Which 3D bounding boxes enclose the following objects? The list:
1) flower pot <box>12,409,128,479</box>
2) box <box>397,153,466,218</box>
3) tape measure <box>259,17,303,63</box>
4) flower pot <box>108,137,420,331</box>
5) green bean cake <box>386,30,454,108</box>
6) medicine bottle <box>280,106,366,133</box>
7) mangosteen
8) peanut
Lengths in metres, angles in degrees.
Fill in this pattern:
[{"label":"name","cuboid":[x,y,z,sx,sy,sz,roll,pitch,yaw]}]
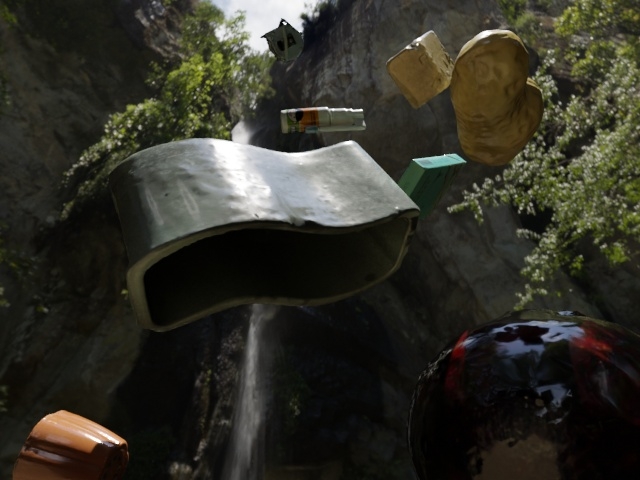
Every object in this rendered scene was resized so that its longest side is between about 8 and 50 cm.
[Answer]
[{"label":"flower pot","cuboid":[-0.529,0.483,1.073,0.173,0.191,0.191,8,-50,9]},{"label":"box","cuboid":[0.222,-0.109,1.081,0.041,0.229,0.162,43,-57,21]},{"label":"tape measure","cuboid":[-0.087,-0.489,1.210,0.091,0.054,0.094,-42,-69,0]},{"label":"flower pot","cuboid":[-0.043,-0.012,0.394,0.229,0.108,0.103,-5,-46,-30]},{"label":"green bean cake","cuboid":[0.207,-0.345,0.986,0.085,0.179,0.109,-30,-78,33]},{"label":"medicine bottle","cuboid":[0.007,-0.314,1.307,0.220,0.092,0.061,-6,-43,-6]},{"label":"mangosteen","cuboid":[0.320,0.291,0.624,0.381,0.421,0.381,-20,-30,-12]},{"label":"peanut","cuboid":[0.301,-0.235,0.838,0.147,0.148,0.319,-11,-24,17]}]
